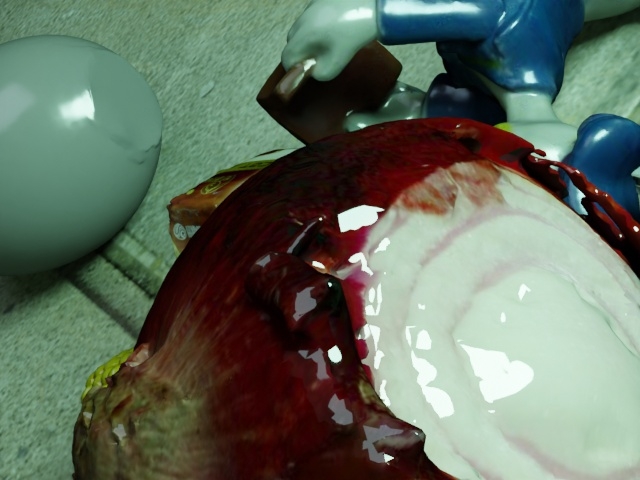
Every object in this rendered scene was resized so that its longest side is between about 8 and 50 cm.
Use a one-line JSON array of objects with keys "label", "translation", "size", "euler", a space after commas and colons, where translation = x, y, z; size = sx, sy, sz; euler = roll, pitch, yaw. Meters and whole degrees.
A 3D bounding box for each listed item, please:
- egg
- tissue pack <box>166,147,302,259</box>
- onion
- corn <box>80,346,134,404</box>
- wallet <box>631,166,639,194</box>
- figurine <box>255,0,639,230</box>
[{"label": "egg", "translation": [-0.232, -0.060, 1.467], "size": [0.232, 0.176, 0.176], "euler": [-36, 35, 30]}, {"label": "tissue pack", "translation": [0.000, -0.001, 1.106], "size": [0.148, 0.099, 0.106], "euler": [-1, 22, 46]}, {"label": "onion", "translation": [0.050, 0.121, 0.878], "size": [0.341, 0.341, 0.341], "euler": [-29, 39, 26]}, {"label": "corn", "translation": [-0.043, 0.104, 1.165], "size": [0.310, 0.101, 0.101], "euler": [-10, 50, 42]}, {"label": "wallet", "translation": [0.277, -0.035, 0.973], "size": [0.119, 0.025, 0.232], "euler": [-31, 25, -18]}, {"label": "figurine", "translation": [0.101, -0.118, 1.158], "size": [0.283, 0.204, 0.338], "euler": [-19, 50, -2]}]
